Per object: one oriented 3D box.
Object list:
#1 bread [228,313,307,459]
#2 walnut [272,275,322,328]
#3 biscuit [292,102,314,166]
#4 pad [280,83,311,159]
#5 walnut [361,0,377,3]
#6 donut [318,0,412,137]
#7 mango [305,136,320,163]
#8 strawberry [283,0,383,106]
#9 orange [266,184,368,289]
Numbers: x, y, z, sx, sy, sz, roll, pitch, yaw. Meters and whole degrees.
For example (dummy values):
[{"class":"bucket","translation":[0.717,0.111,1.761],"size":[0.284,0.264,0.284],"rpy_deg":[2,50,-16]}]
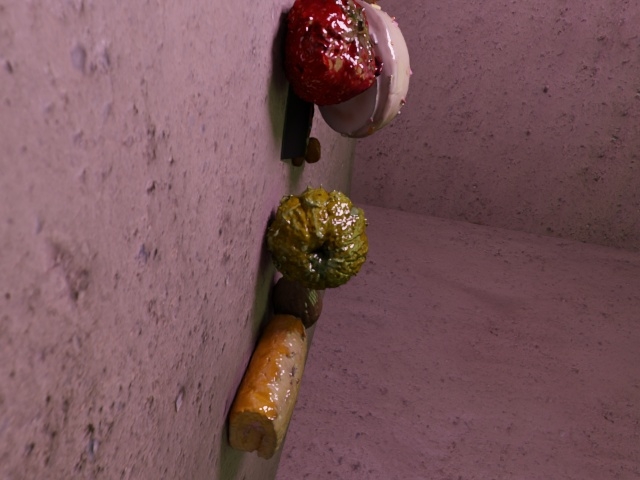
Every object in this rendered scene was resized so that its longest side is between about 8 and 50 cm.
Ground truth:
[{"class":"bread","translation":[-0.140,0.418,1.343],"size":[0.375,0.165,0.236],"rpy_deg":[-70,173,-55]},{"class":"walnut","translation":[-0.076,0.198,1.503],"size":[0.178,0.178,0.230],"rpy_deg":[-72,168,-47]},{"class":"biscuit","translation":[-0.052,-0.353,1.436],"size":[0.180,0.039,0.236],"rpy_deg":[-36,138,-82]},{"class":"pad","translation":[-0.065,-0.360,1.298],"size":[0.170,0.006,0.245],"rpy_deg":[-33,134,-65]},{"class":"walnut","translation":[0.117,-0.796,1.207],"size":[0.296,0.285,0.285],"rpy_deg":[-80,177,-54]},{"class":"donut","translation":[0.113,-0.491,1.313],"size":[0.382,0.142,0.382],"rpy_deg":[32,-50,49]},{"class":"mango","translation":[-0.030,-0.311,1.566],"size":[0.114,0.060,0.080],"rpy_deg":[95,-8,-62]},{"class":"strawberry","translation":[0.007,-0.459,1.094],"size":[0.274,0.220,0.274],"rpy_deg":[24,57,-45]},{"class":"orange","translation":[0.000,0.000,1.267],"size":[0.223,0.300,0.301],"rpy_deg":[-84,-160,-70]}]
